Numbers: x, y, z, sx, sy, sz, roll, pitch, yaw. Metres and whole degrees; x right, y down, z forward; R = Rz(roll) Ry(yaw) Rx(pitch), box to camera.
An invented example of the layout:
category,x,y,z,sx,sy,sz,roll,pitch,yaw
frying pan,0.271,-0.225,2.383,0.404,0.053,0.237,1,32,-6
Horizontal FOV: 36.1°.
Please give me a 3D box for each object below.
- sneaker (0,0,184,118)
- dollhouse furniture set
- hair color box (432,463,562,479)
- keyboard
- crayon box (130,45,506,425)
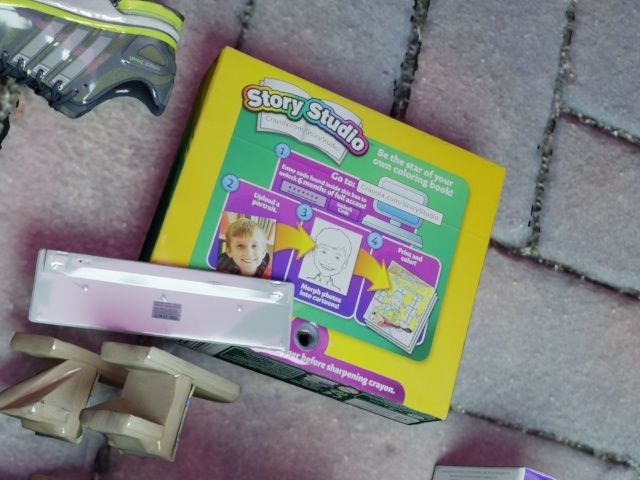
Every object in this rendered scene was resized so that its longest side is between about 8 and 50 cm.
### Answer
category,x,y,z,sx,sy,sz,roll,pitch,yaw
sneaker,-0.287,-0.192,1.031,0.300,0.111,0.121,-3,83,-20
dollhouse furniture set,-0.123,0.302,0.870,0.256,0.394,0.362,35,63,-47
hair color box,0.165,0.414,1.027,0.110,0.185,0.338,25,70,-17
keyboard,-0.151,0.060,0.966,0.256,0.014,0.072,9,81,-16
crayon box,0.000,0.000,1.100,0.363,0.106,0.313,22,70,-15
